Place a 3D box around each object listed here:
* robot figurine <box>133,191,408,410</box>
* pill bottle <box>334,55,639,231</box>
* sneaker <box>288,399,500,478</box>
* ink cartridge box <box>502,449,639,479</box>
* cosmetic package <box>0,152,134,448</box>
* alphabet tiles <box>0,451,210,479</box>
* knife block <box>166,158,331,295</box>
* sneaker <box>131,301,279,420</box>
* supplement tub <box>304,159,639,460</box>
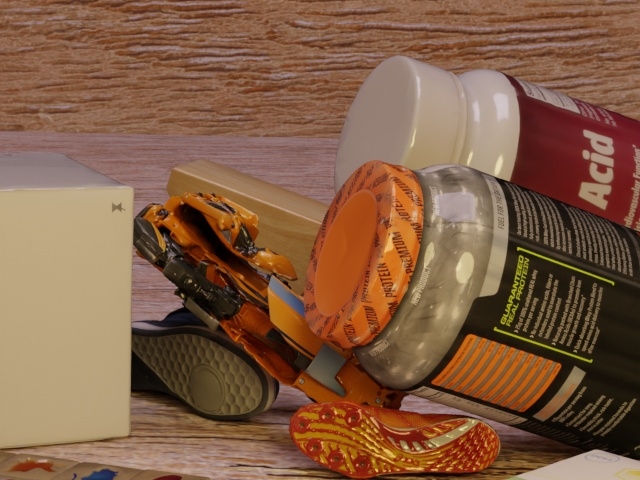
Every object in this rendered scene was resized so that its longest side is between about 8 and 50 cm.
[{"bbox_3d":[-0.042,0.053,1.564,0.291,0.085,0.211,40,9,9],"label":"robot figurine"},{"bbox_3d":[0.230,-0.064,1.979,0.392,0.224,0.224,16,4,-23],"label":"pill bottle"},{"bbox_3d":[0.060,0.168,1.448,0.175,0.064,0.067,8,-5,-1],"label":"sneaker"},{"bbox_3d":[0.270,0.198,1.301,0.235,0.056,0.171,-11,16,-43],"label":"ink cartridge box"},{"bbox_3d":[-0.265,0.046,1.569,0.138,0.224,0.225,-3,11,-25],"label":"cosmetic package"},{"bbox_3d":[-0.240,0.207,1.292,0.343,0.011,0.285,5,10,18],"label":"alphabet tiles"},{"bbox_3d":[0.000,0.000,1.851,0.242,0.275,0.088,-26,0,20],"label":"knife block"},{"bbox_3d":[-0.084,0.105,1.658,0.226,0.086,0.163,12,16,43],"label":"sneaker"},{"bbox_3d":[0.159,0.054,1.445,0.316,0.193,0.193,20,4,-21],"label":"supplement tub"}]
